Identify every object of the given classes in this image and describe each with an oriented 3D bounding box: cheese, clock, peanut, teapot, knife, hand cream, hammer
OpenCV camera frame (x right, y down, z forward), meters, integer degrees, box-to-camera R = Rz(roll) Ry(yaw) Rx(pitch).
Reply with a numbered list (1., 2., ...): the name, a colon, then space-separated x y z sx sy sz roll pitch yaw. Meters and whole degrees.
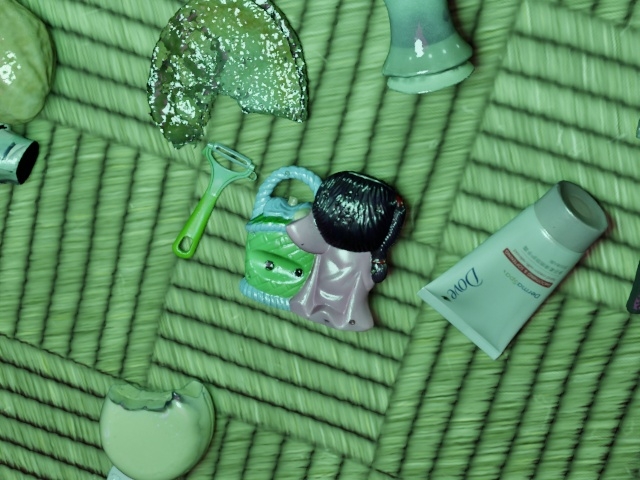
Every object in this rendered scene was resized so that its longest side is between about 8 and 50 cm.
1. cheese: -0.237 0.304 1.654 0.163 0.071 0.249 13 110 10
2. clock: 0.000 0.000 1.483 0.194 0.100 0.195 19 110 9
3. peanut: -0.414 -0.272 1.490 0.123 0.123 0.257 -20 97 19
4. teapot: 0.102 -0.301 1.331 0.183 0.183 0.251 -6 118 15
5. knife: -0.146 -0.047 1.543 0.078 0.022 0.166 29 112 0
6. hand cream: 0.239 0.033 1.454 0.133 0.083 0.248 40 122 1
7. hammer: 0.412 -0.023 1.414 0.103 0.029 0.246 10 111 11

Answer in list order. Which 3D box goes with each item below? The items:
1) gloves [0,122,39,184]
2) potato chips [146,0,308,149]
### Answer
1. gloves: -0.485 -0.136 1.551 0.212 0.127 0.111 24 103 1
2. potato chips: -0.124 -0.210 1.486 0.220 0.029 0.202 -27 99 17
